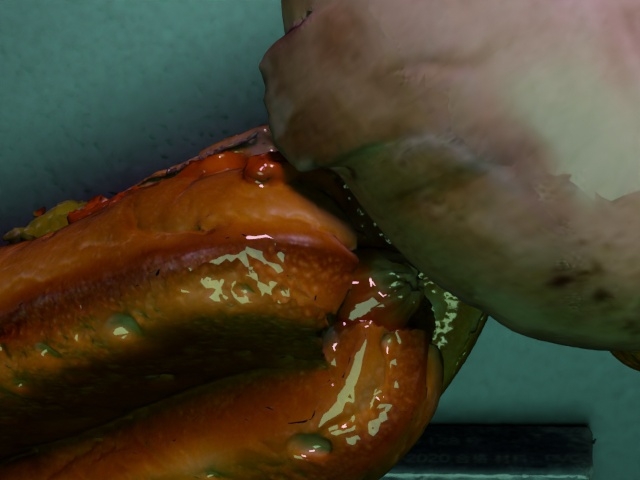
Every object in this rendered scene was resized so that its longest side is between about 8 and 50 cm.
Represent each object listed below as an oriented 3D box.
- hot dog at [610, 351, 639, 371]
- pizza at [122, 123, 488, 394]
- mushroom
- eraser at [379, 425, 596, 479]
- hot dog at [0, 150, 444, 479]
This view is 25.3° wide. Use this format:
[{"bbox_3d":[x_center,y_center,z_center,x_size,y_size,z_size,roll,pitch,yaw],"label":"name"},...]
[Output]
[{"bbox_3d":[0.215,-0.004,0.594,0.249,0.102,0.076,-16,67,9],"label":"hot dog"},{"bbox_3d":[0.000,0.000,0.641,0.176,0.036,0.185,-2,107,4],"label":"pizza"},{"bbox_3d":[0.099,-0.082,0.510,0.254,0.184,0.255,-1,95,-8],"label":"mushroom"},{"bbox_3d":[0.025,0.138,0.686,0.212,0.046,0.092,-1,111,6],"label":"eraser"},{"bbox_3d":[-0.107,0.059,0.610,0.348,0.117,0.158,-22,117,32],"label":"hot dog"}]
